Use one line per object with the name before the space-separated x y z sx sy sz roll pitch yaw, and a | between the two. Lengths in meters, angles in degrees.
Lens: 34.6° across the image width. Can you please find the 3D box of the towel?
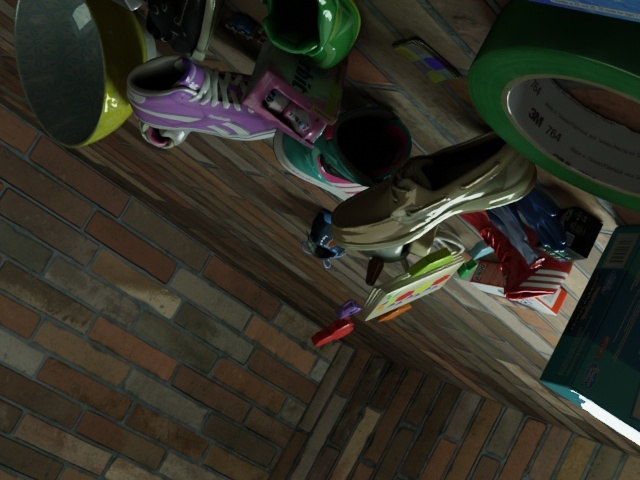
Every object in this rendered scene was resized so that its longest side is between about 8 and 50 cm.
towel | 0.131 -0.224 1.283 0.083 0.009 0.060 35 167 -26

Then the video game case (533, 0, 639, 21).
video game case | 0.220 -0.259 0.778 0.269 0.061 0.244 22 165 35

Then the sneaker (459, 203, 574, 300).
sneaker | 0.290 0.014 1.632 0.221 0.128 0.087 25 168 18

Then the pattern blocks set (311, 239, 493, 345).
pattern blocks set | 0.155 0.081 1.808 0.026 0.324 0.285 62 148 16

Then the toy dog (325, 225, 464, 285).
toy dog | 0.114 0.013 1.850 0.220 0.161 0.333 21 174 22

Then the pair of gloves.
pair of gloves | 0.294 -0.040 1.498 0.159 0.023 0.198 56 166 8

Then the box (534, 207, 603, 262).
box | 0.365 -0.007 1.519 0.052 0.062 0.083 30 169 -10

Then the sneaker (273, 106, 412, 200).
sneaker | 0.094 -0.121 1.572 0.295 0.124 0.178 18 168 -33

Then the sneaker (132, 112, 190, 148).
sneaker | -0.325 -0.245 2.057 0.103 0.111 0.252 35 168 -27

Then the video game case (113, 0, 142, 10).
video game case | -0.308 -0.394 1.338 0.190 0.022 0.173 59 169 -29

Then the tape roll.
tape roll | 0.311 -0.133 1.067 0.321 0.077 0.321 28 169 6

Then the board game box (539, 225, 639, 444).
board game box | 0.508 0.173 1.468 0.336 0.254 0.079 33 169 -17

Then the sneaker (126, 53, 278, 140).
sneaker | -0.151 -0.219 1.548 0.282 0.102 0.161 -3 167 -3

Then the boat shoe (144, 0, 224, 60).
boat shoe | -0.182 -0.320 1.340 0.113 0.127 0.340 19 180 -9

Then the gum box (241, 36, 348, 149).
gum box | -0.030 -0.207 1.336 0.107 0.062 0.188 33 -147 -15

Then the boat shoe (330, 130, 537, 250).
boat shoe | 0.140 -0.075 1.416 0.302 0.109 0.098 -18 136 21

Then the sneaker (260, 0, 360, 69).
sneaker | -0.023 -0.266 1.183 0.109 0.124 0.295 27 169 10

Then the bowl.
bowl | -0.366 -0.307 1.690 0.156 0.290 0.289 -19 -154 -40

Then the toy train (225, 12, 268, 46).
toy train | -0.068 -0.284 1.462 0.158 0.027 0.036 26 165 13

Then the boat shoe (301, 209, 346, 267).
boat shoe | 0.000 0.000 2.389 0.109 0.089 0.258 27 169 14

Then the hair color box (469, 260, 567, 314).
hair color box | 0.373 0.089 1.951 0.093 0.053 0.167 34 169 -27
